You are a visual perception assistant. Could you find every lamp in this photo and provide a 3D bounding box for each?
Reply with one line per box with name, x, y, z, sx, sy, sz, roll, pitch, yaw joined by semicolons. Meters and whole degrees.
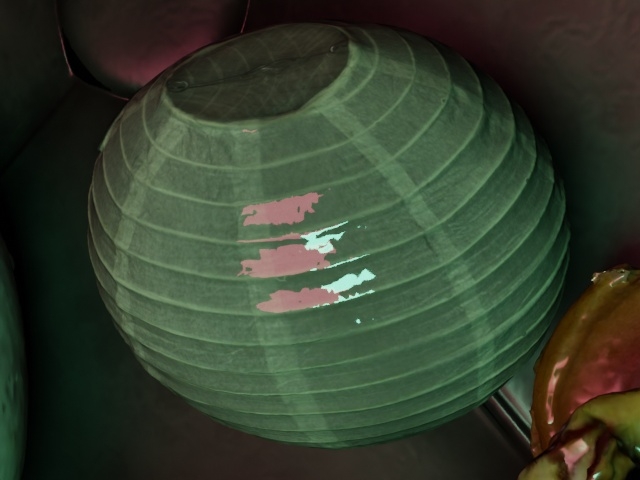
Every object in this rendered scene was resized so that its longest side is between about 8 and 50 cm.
lamp;0.000;0.000;0.893;0.265;0.233;0.233;0;90;21

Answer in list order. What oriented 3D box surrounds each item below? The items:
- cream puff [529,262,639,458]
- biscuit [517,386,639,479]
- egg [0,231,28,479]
cream puff;0.177;0.089;0.853;0.150;0.115;0.165;35;86;9
biscuit;0.193;0.176;0.759;0.081;0.334;0.289;42;114;59
egg;-0.331;0.060;1.013;0.354;0.354;0.340;16;84;27
